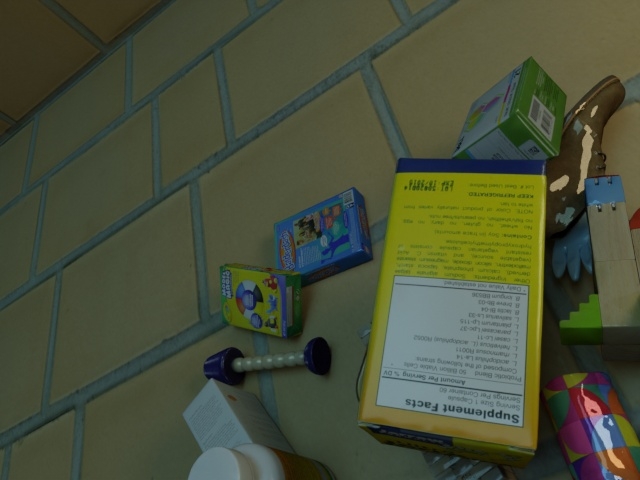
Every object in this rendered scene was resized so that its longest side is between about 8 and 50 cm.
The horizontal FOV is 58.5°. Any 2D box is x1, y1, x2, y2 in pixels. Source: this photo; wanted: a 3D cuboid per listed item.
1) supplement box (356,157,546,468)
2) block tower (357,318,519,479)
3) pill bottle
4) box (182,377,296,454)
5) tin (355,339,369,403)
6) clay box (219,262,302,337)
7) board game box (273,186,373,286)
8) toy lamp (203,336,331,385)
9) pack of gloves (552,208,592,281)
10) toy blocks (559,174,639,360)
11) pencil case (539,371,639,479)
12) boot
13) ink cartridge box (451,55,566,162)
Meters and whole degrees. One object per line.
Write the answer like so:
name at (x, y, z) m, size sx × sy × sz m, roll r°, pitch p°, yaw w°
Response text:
supplement box at (0.184, 0.092, 0.755) m, size 0.194 × 0.195 × 0.357 m, roll 4°, pitch 66°, yaw 18°
block tower at (0.176, 0.254, 0.880) m, size 0.091 × 0.097 × 0.336 m, roll -40°, pitch 48°, yaw 11°
pill bottle at (-0.087, 0.393, 0.887) m, size 0.136 × 0.245 × 0.137 m, roll -18°, pitch 54°, yaw 27°
box at (-0.149, 0.353, 1.040) m, size 0.091 × 0.130 × 0.170 m, roll -51°, pitch 45°, yaw 2°
tin at (0.119, 0.183, 0.880) m, size 0.106 × 0.040 × 0.190 m, roll 7°, pitch 67°, yaw 35°
clay box at (-0.137, 0.119, 1.187) m, size 0.221 × 0.053 × 0.128 m, roll 4°, pitch 99°, yaw 38°
board game box at (0.000, 0.000, 1.196) m, size 0.210 × 0.047 × 0.160 m, roll -22°, pitch 53°, yaw 25°
toy lamp at (-0.113, 0.241, 1.119) m, size 0.274 × 0.080 × 0.080 m, roll -11°, pitch 58°, yaw 30°
pack of gloves at (0.356, -0.007, 0.948) m, size 0.194 × 0.046 × 0.232 m, roll -17°, pitch 45°, yaw 27°
toy blocks at (0.507, 0.015, 0.735) m, size 0.380 × 0.191 × 0.261 m, roll -5°, pitch 52°, yaw 23°
pencil case at (0.361, 0.282, 0.724) m, size 0.104 × 0.104 × 0.237 m, roll -26°, pitch 49°, yaw 22°
boot at (0.417, -0.129, 0.919) m, size 0.115 × 0.112 × 0.305 m, roll 34°, pitch 81°, yaw 29°
ink cartridge box at (0.267, -0.155, 0.954) m, size 0.255 × 0.097 × 0.189 m, roll -36°, pitch 18°, yaw 44°
